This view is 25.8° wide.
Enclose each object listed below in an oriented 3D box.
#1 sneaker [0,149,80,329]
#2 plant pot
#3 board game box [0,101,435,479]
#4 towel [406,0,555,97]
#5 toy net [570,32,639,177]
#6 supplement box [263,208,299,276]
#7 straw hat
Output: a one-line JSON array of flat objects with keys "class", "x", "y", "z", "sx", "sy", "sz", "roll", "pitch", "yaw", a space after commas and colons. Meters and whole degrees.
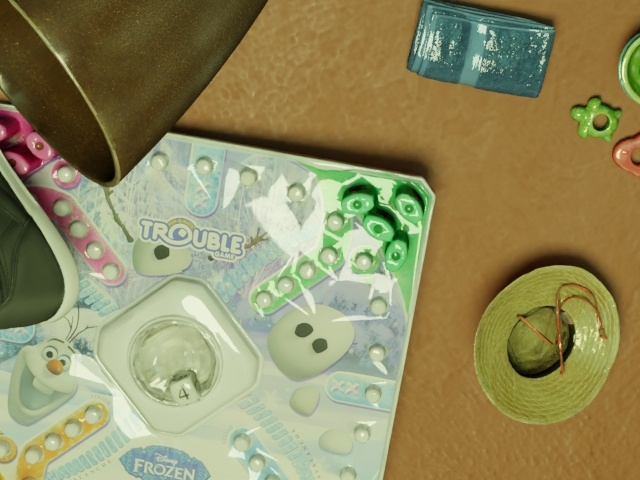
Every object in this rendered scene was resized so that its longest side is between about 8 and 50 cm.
[{"class": "sneaker", "x": -0.325, "y": -0.042, "z": 1.094, "sx": 0.295, "sy": 0.147, "sz": 0.104, "roll": 49, "pitch": 116, "yaw": 10}, {"class": "plant pot", "x": -0.137, "y": -0.194, "z": 1.077, "sx": 0.230, "sy": 0.215, "sz": 0.215, "roll": -40, "pitch": 105, "yaw": -18}, {"class": "board game box", "x": -0.126, "y": 0.105, "z": 1.205, "sx": 0.390, "sy": 0.050, "sz": 0.390, "roll": 10, "pitch": 105, "yaw": 3}, {"class": "towel", "x": 0.136, "y": -0.161, "z": 1.184, "sx": 0.119, "sy": 0.029, "sz": 0.067, "roll": 10, "pitch": 105, "yaw": -6}, {"class": "toy net", "x": 0.338, "y": -0.084, "z": 1.208, "sx": 0.232, "sy": 0.045, "sz": 0.122, "roll": 31, "pitch": 101, "yaw": -11}, {"class": "supplement box", "x": 0.000, "y": 0.000, "z": 1.217, "sx": 0.098, "sy": 0.036, "sz": 0.062, "roll": 1, "pitch": 105, "yaw": -4}, {"class": "straw hat", "x": 0.190, "y": 0.088, "z": 1.240, "sx": 0.145, "sy": 0.061, "sz": 0.144, "roll": -2, "pitch": 96, "yaw": -17}]
